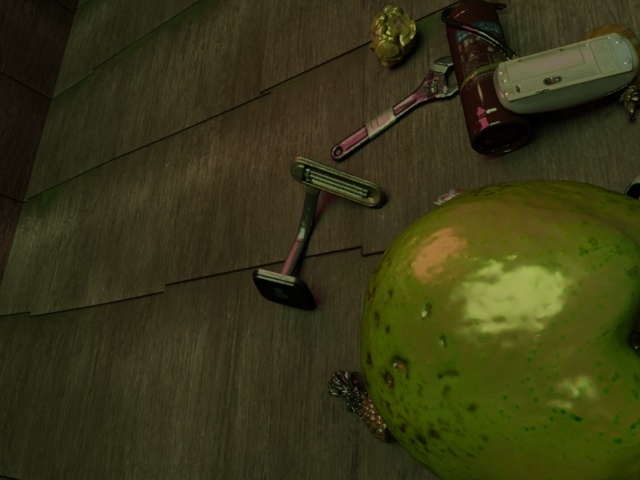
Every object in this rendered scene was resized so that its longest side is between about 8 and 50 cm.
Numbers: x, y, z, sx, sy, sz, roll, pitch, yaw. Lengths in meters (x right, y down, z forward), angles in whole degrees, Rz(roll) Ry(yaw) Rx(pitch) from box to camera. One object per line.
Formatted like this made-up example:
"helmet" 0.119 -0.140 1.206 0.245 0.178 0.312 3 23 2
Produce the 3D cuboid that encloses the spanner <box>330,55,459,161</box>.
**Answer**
"spanner" 0.148 -0.251 1.011 0.316 0.024 0.087 -32 60 23

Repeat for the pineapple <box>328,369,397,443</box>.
"pineapple" 0.073 0.267 0.831 0.159 0.074 0.074 25 89 50

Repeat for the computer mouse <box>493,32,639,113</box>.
"computer mouse" 0.368 -0.252 0.759 0.199 0.045 0.102 -12 66 13

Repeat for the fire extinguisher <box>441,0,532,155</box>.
"fire extinguisher" 0.296 -0.319 0.877 0.142 0.105 0.341 -3 65 0

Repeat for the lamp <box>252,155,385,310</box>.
"lamp" 0.003 0.000 0.984 0.203 0.124 0.283 15 78 20

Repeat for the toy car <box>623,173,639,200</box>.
"toy car" 0.473 0.016 0.552 0.306 0.125 0.136 35 120 40

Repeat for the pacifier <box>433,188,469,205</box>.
"pacifier" 0.233 -0.046 0.833 0.099 0.082 0.078 14 109 41

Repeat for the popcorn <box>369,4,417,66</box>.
"popcorn" 0.151 -0.422 1.040 0.097 0.089 0.109 3 81 2

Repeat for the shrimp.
"shrimp" 0.445 -0.259 0.768 0.099 0.041 0.180 -22 60 31

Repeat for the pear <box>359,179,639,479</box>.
"pear" 0.238 0.101 0.560 0.391 0.391 0.390 -15 63 33
